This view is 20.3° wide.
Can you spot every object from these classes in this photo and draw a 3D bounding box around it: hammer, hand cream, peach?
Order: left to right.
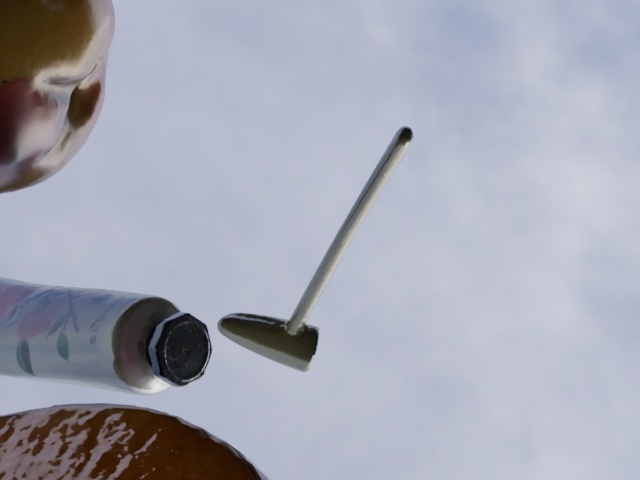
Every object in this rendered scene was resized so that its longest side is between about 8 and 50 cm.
[{"bbox_3d":[-0.162,-0.088,0.808,0.138,0.138,0.138,9,-120,-16],"label":"peach"},{"bbox_3d":[-0.147,0.050,0.963,0.080,0.234,0.050,-52,-55,-31],"label":"hand cream"},{"bbox_3d":[0.000,0.000,0.997,0.060,0.195,0.028,22,-139,-9],"label":"hammer"}]

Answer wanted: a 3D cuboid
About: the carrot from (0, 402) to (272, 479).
[{"bbox_3d":[-0.125,0.187,0.779,0.307,0.100,0.258,-2,-137,28],"label":"carrot"}]
